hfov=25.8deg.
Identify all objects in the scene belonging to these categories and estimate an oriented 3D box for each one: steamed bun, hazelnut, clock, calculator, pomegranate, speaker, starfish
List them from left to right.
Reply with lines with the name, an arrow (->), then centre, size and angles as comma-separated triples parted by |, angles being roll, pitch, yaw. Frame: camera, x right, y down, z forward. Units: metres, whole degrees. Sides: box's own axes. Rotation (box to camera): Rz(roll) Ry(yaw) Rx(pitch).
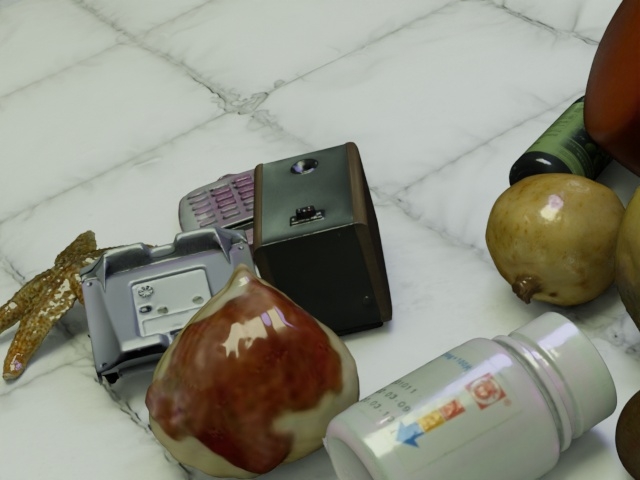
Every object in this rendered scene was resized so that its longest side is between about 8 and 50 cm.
starfish -> -0.345, 0.067, 2.031 | 0.375, 0.094, 0.327 | -17, 33, 8
clock -> -0.195, 0.084, 1.882 | 0.253, 0.083, 0.186 | -14, 52, -5
calculator -> -0.119, -0.039, 2.148 | 0.194, 0.043, 0.294 | -20, 28, -4
hazelnut -> -0.077, 0.149, 1.642 | 0.261, 0.241, 0.261 | -20, 5, 2
speaker -> 0.000, 0.000, 1.882 | 0.153, 0.192, 0.231 | -14, 30, 6
pomegranate -> 0.297, 0.004, 1.768 | 0.196, 0.196, 0.196 | -12, 32, 7
steamed bun -> 0.508, -0.239, 1.920 | 0.379, 0.235, 0.248 | -64, 14, -19

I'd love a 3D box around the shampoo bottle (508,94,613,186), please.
shampoo bottle -> 0.383, -0.147, 2.023 | 0.101, 0.101, 0.284 | 11, 41, 37

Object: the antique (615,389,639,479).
antique -> 0.400, 0.223, 1.418 | 0.143, 0.121, 0.257 | -29, 32, -7

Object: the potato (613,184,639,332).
potato -> 0.455, -0.056, 1.602 | 0.296, 0.397, 0.290 | -22, 0, -12

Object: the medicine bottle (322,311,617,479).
medicine bottle -> 0.165, 0.201, 1.510 | 0.293, 0.170, 0.170 | -28, 33, -16
